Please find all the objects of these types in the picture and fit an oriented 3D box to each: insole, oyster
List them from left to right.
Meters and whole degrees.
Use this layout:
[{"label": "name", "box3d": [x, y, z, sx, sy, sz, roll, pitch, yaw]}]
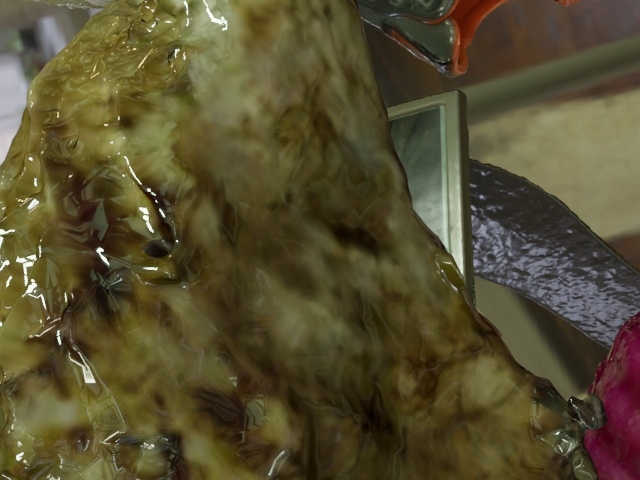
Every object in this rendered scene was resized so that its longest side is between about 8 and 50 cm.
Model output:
[{"label": "oyster", "box3d": [0.003, 0.064, 0.443, 0.111, 0.204, 0.396, -23, 92, 31]}, {"label": "insole", "box3d": [0.172, 0.012, 1.342, 0.111, 0.328, 0.007, -39, 32, 36]}]

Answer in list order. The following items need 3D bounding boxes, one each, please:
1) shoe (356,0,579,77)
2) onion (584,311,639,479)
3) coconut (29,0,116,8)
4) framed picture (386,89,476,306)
[{"label": "shoe", "box3d": [0.066, -0.203, 1.357, 0.132, 0.336, 0.171, 59, -158, -69]}, {"label": "onion", "box3d": [0.222, 0.129, 0.764, 0.272, 0.230, 0.256, 177, 84, -68]}, {"label": "coconut", "box3d": [-0.178, -0.321, 1.175, 0.323, 0.323, 0.323, 166, 90, -75]}, {"label": "framed picture", "box3d": [0.000, 0.000, 1.274, 0.023, 0.260, 0.189, 31, -128, -51]}]
